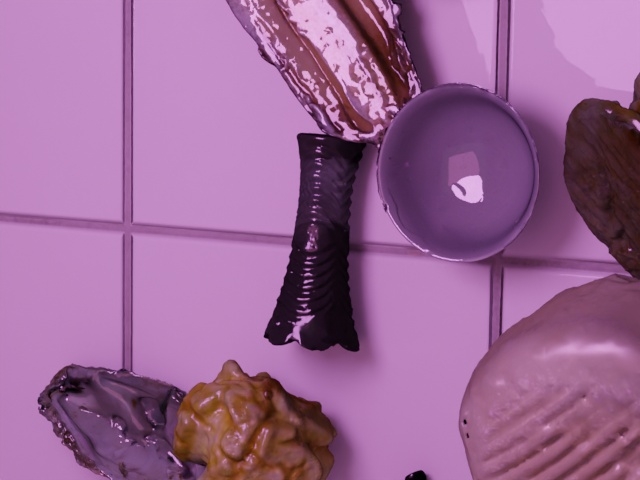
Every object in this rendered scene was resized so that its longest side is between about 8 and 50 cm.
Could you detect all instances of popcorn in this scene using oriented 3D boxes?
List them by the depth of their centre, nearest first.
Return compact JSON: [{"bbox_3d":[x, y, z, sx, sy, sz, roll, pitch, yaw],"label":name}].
[{"bbox_3d":[-0.076,0.227,1.935,0.167,0.185,0.187,-30,86,26],"label":"popcorn"}]

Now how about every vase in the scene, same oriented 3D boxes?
[{"bbox_3d":[0.000,0.000,1.912,0.115,0.115,0.237,8,95,30],"label":"vase"}]

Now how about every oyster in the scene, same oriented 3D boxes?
[{"bbox_3d":[-0.234,0.241,2.076,0.252,0.087,0.199,-5,73,19],"label":"oyster"}]

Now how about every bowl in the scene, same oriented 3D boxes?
[{"bbox_3d":[0.160,-0.074,1.812,0.189,0.086,0.189,3,96,29],"label":"bowl"}]

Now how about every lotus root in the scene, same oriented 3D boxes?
[{"bbox_3d":[0.009,-0.247,1.889,0.167,0.078,0.329,-34,79,18],"label":"lotus root"}]

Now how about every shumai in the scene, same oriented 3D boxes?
[{"bbox_3d":[0.377,-0.077,1.668,0.222,0.204,0.271,26,146,42],"label":"shumai"}]

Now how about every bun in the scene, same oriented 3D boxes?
[{"bbox_3d":[0.324,0.202,1.662,0.360,0.211,0.359,12,115,27],"label":"bun"}]

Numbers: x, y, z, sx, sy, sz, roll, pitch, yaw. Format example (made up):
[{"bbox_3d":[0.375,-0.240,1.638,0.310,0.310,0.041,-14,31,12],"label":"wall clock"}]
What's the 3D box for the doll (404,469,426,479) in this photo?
[{"bbox_3d":[0.129,0.353,1.889,0.096,0.070,0.195,-26,76,-1],"label":"doll"}]
